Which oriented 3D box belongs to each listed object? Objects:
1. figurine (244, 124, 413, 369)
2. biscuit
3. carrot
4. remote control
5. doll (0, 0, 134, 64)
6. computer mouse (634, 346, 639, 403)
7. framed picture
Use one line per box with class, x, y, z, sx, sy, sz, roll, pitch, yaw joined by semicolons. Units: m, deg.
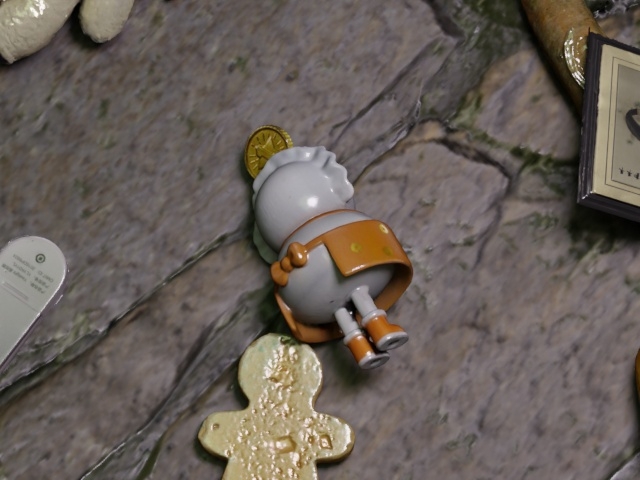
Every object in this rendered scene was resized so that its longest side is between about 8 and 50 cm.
figurine;-0.005;0.002;1.839;0.143;0.143;0.271;-36;78;-11
biscuit;-0.043;0.205;1.824;0.153;0.030;0.234;1;72;-1
carrot;0.295;-0.131;1.919;0.070;0.070;0.342;-23;75;-8
remote control;-0.338;0.099;1.860;0.077;0.022;0.245;34;74;7
doll;-0.254;-0.307;1.910;0.278;0.175;0.149;-35;57;0
computer mouse;0.395;0.222;1.805;0.158;0.072;0.310;-6;72;-5
framed picture;0.346;-0.099;1.889;0.195;0.010;0.199;16;65;-19
